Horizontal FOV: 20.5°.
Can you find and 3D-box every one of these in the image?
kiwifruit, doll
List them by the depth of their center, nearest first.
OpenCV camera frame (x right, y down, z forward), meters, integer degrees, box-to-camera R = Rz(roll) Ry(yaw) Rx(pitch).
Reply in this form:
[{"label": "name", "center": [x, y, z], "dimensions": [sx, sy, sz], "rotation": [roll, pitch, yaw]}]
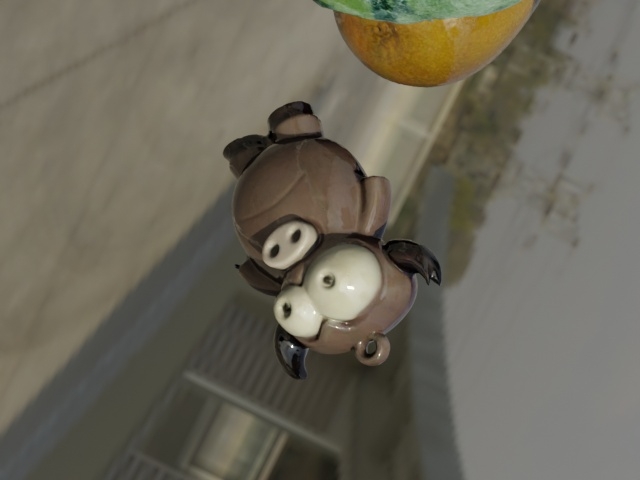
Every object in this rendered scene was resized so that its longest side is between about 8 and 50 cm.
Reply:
[{"label": "doll", "center": [0.001, -0.001, 1.605], "dimensions": [0.182, 0.257, 0.117], "rotation": [-35, 148, 24]}, {"label": "kiwifruit", "center": [0.126, -0.264, 1.780], "dimensions": [0.234, 0.196, 0.196], "rotation": [-51, 171, -35]}]

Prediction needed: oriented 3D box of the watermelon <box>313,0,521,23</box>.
[{"label": "watermelon", "center": [0.077, -0.174, 1.010], "dimensions": [0.139, 0.187, 0.071], "rotation": [-84, 162, -55]}]
